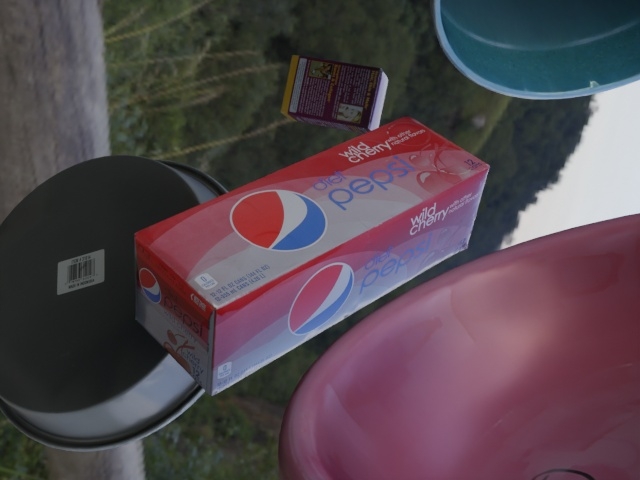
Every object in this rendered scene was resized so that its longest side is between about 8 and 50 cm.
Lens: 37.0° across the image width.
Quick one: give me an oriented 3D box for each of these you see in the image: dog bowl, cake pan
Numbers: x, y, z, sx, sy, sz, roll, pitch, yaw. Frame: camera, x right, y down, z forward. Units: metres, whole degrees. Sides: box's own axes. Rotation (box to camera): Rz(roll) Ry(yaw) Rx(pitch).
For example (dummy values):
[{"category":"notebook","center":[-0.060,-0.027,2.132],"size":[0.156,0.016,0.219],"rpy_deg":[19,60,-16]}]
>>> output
[{"category":"dog bowl","center":[0.161,0.107,0.437],"size":[0.408,0.408,0.150],"rpy_deg":[-57,133,-68]},{"category":"cake pan","center":[-0.204,0.043,0.877],"size":[0.054,0.293,0.293],"rpy_deg":[50,51,-57]}]

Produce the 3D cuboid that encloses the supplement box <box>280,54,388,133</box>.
[{"category":"supplement box","center":[0.013,-0.129,0.849],"size":[0.043,0.083,0.055],"rpy_deg":[15,88,-77]}]

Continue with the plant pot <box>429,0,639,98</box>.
[{"category":"plant pot","center":[0.175,-0.286,0.688],"size":[0.271,0.272,0.255],"rpy_deg":[91,-14,-57]}]

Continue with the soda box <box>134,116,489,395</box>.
[{"category":"soda box","center":[0.000,0.000,0.685],"size":[0.263,0.092,0.083],"rpy_deg":[-28,141,-35]}]
